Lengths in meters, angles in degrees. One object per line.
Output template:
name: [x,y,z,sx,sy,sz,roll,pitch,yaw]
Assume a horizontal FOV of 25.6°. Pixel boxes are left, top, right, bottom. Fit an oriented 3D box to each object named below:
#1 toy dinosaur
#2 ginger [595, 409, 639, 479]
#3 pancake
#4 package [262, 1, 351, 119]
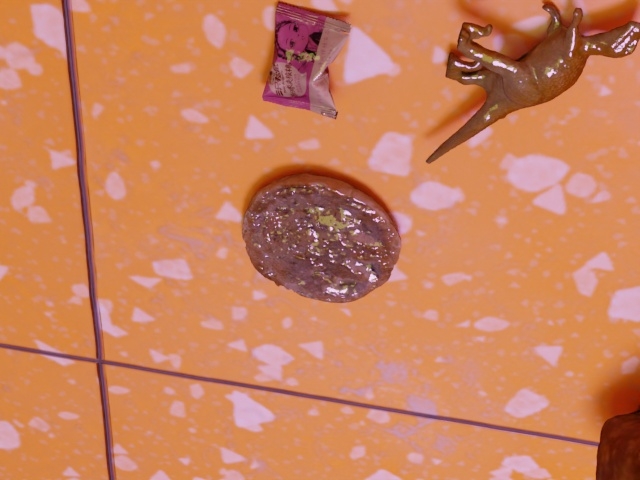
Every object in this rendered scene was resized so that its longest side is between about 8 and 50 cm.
toy dinosaur: [0.149,-0.105,1.003,0.126,0.039,0.162,10,136,2]
ginger: [0.376,0.174,1.136,0.321,0.172,0.165,-31,160,32]
pancake: [0.000,0.000,1.151,0.139,0.022,0.139,7,134,7]
package: [-0.010,-0.129,1.025,0.059,0.029,0.083,16,125,8]
